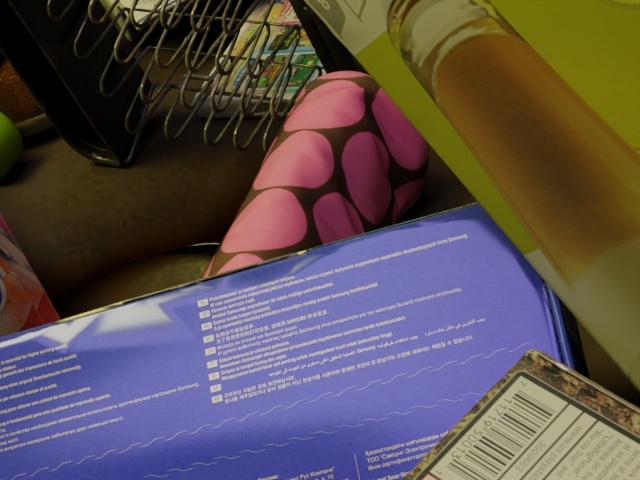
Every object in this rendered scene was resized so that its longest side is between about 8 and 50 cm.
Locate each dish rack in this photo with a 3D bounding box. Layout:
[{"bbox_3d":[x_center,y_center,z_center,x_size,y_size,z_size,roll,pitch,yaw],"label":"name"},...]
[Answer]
[{"bbox_3d":[-0.073,-0.126,1.185,0.272,0.208,0.074,8,58,32],"label":"dish rack"}]

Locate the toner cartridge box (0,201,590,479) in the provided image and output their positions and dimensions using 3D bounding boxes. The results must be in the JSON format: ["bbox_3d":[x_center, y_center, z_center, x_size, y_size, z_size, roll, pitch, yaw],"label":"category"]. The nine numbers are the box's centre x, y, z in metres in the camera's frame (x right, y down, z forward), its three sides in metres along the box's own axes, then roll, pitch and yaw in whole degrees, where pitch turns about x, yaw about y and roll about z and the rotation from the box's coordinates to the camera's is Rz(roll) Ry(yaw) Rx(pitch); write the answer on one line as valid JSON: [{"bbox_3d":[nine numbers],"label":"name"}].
[{"bbox_3d":[-0.044,0.105,0.924,0.348,0.075,0.165,-15,65,12],"label":"toner cartridge box"}]

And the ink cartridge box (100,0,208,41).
[{"bbox_3d":[-0.062,-0.227,1.441,0.223,0.045,0.224,-28,33,-6],"label":"ink cartridge box"}]

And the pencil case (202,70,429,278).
[{"bbox_3d":[0.000,0.000,1.083,0.095,0.098,0.209,-55,8,47],"label":"pencil case"}]

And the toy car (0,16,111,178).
[{"bbox_3d":[-0.254,-0.160,1.348,0.149,0.188,0.155,3,43,33],"label":"toy car"}]

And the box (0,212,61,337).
[{"bbox_3d":[-0.292,0.003,1.200,0.154,0.142,0.300,-36,37,-15],"label":"box"}]

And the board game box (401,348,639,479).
[{"bbox_3d":[0.115,0.213,0.637,0.291,0.141,0.232,30,61,33],"label":"board game box"}]

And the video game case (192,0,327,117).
[{"bbox_3d":[0.007,-0.137,1.314,0.143,0.019,0.157,1,43,31],"label":"video game case"}]

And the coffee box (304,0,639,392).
[{"bbox_3d":[0.263,-0.123,0.775,0.338,0.334,0.337,-42,4,-24],"label":"coffee box"}]
